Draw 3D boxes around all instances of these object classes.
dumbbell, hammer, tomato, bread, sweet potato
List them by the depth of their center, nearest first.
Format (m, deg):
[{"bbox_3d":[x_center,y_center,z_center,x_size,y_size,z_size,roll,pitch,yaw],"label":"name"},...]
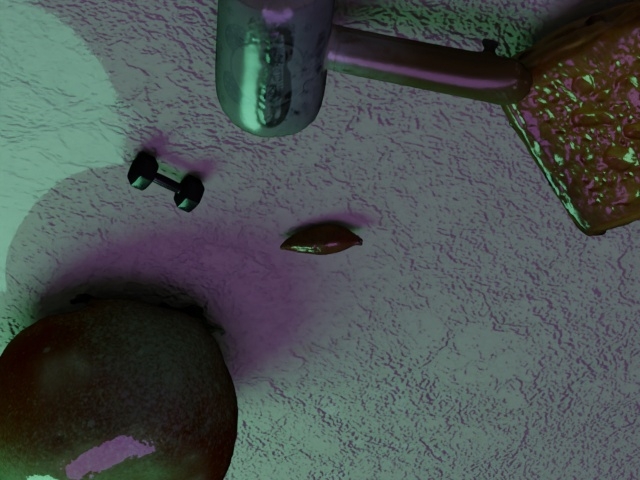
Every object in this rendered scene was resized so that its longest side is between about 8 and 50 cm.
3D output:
[{"bbox_3d":[0.052,-0.177,1.621,0.305,0.113,0.202,8,142,1],"label":"hammer"},{"bbox_3d":[0.308,-0.131,1.662,0.235,0.099,0.210,-26,107,33],"label":"bread"},{"bbox_3d":[-0.165,-0.062,1.829,0.083,0.040,0.036,26,166,-26],"label":"dumbbell"},{"bbox_3d":[0.000,0.000,1.900,0.095,0.034,0.034,-6,138,7],"label":"sweet potato"},{"bbox_3d":[-0.239,0.218,1.998,0.303,0.239,0.303,-2,140,-2],"label":"tomato"}]
